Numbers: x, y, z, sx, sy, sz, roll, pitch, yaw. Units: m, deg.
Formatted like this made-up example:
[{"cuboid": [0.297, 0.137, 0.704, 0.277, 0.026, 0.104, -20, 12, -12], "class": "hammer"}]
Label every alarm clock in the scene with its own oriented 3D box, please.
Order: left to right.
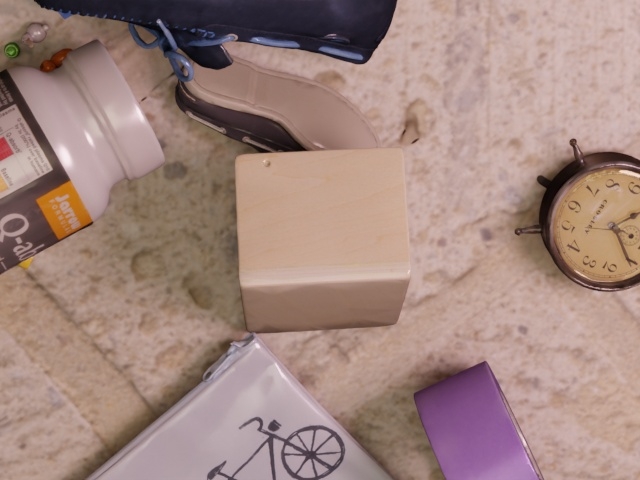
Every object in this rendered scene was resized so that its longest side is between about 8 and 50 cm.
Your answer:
[{"cuboid": [0.294, -0.010, 1.702, 0.192, 0.064, 0.129, 30, 102, -8], "class": "alarm clock"}]

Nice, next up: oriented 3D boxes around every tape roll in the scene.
[{"cuboid": [0.164, 0.217, 1.696, 0.080, 0.189, 0.189, -26, 106, 4], "class": "tape roll"}]

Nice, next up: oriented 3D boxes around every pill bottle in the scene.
[{"cuboid": [-0.292, -0.060, 1.595, 0.278, 0.162, 0.162, -29, 106, -6], "class": "pill bottle"}]

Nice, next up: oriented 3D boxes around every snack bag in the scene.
[{"cuboid": [-0.079, 0.303, 1.785, 0.323, 0.037, 0.342, -41, 107, 10], "class": "snack bag"}]

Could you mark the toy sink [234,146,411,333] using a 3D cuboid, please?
[{"cuboid": [0.000, 0.000, 1.643, 0.152, 0.234, 0.131, -3, 77, 0], "class": "toy sink"}]

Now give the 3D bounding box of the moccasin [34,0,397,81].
[{"cuboid": [-0.090, -0.200, 1.567, 0.342, 0.138, 0.117, 3, 122, -16], "class": "moccasin"}]

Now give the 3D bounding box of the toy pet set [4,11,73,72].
[{"cuboid": [-0.259, -0.214, 1.617, 0.114, 0.065, 0.122, -31, 106, 6], "class": "toy pet set"}]

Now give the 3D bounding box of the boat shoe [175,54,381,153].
[{"cuboid": [-0.042, -0.116, 1.670, 0.206, 0.075, 0.065, 23, 147, -14], "class": "boat shoe"}]

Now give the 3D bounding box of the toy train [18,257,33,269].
[{"cuboid": [-0.349, -0.002, 1.684, 0.166, 0.046, 0.125, -23, 106, 4], "class": "toy train"}]
